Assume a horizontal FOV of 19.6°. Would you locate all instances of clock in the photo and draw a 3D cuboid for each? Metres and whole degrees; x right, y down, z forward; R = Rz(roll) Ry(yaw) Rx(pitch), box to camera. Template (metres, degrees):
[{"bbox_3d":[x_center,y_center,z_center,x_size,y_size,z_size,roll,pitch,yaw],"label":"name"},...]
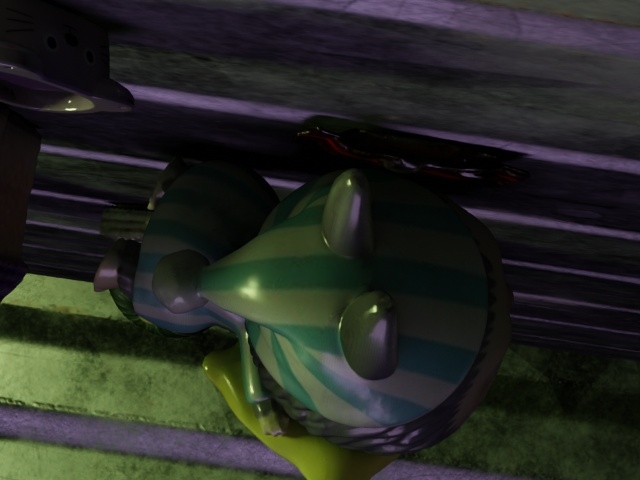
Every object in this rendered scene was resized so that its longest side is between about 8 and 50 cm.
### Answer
[{"bbox_3d":[-0.187,-0.119,1.156,0.110,0.050,0.152,4,173,34],"label":"clock"}]

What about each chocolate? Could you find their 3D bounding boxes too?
[{"bbox_3d":[0.068,-0.064,1.445,0.182,0.028,0.086,9,177,-18],"label":"chocolate"}]

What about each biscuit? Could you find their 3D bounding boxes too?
[{"bbox_3d":[-0.119,-0.001,2.177,0.252,0.052,0.150,4,172,31],"label":"biscuit"}]

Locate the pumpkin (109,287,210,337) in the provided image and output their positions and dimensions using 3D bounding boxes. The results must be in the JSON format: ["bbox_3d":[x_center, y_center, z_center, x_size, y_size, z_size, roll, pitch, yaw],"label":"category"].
[{"bbox_3d":[-0.201,0.058,2.456,0.167,0.167,0.125,5,-142,27],"label":"pumpkin"}]

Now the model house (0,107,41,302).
[{"bbox_3d":[-0.369,-0.007,1.569,0.202,0.237,0.237,6,174,7],"label":"model house"}]

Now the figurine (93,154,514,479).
[{"bbox_3d":[0.000,0.000,1.544,0.361,0.266,0.378,28,152,7],"label":"figurine"}]
